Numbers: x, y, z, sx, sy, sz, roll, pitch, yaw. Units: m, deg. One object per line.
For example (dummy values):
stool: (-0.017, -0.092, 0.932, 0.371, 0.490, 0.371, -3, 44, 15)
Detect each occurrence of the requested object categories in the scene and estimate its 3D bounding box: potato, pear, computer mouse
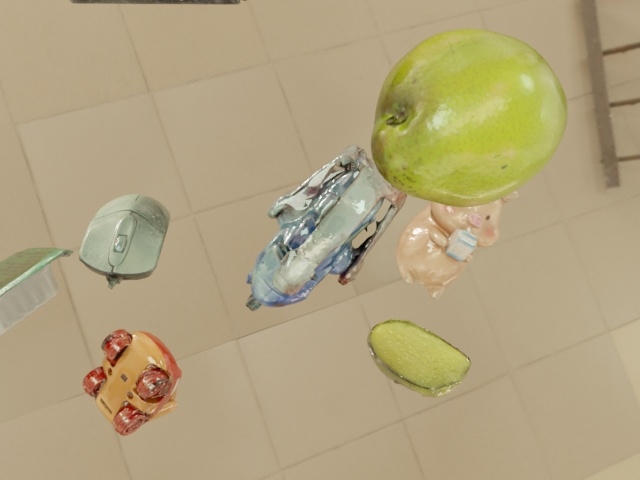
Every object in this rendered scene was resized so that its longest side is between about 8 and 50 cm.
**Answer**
potato: (0.233, 0.309, 1.684, 0.272, 0.111, 0.160, 28, 53, 35)
pear: (0.148, -0.128, 0.719, 0.220, 0.187, 0.187, -14, 83, -22)
computer mouse: (-0.289, -0.015, 1.024, 0.113, 0.229, 0.068, 8, 121, -6)

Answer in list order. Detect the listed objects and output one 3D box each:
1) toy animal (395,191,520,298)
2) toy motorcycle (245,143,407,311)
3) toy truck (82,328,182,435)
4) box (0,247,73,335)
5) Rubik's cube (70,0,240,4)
toy animal: (0.289, -0.032, 1.503, 0.195, 0.256, 0.213, 34, 32, -15)
toy motorcycle: (-0.018, -0.016, 1.108, 0.182, 0.241, 0.319, 38, 82, 21)
toy truck: (-0.427, 0.338, 1.672, 0.189, 0.239, 0.265, 43, 112, 21)
box: (-0.755, 0.145, 1.595, 0.337, 0.264, 0.106, -44, 118, -36)
Rubik's cube: (-0.199, -0.444, 0.776, 0.259, 0.260, 0.254, 5, 66, 16)
